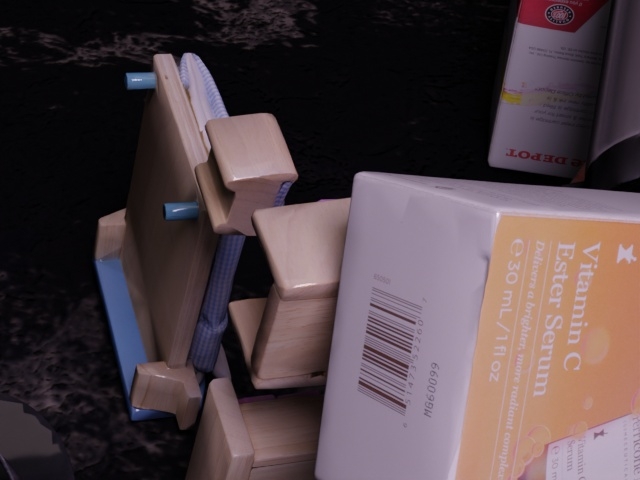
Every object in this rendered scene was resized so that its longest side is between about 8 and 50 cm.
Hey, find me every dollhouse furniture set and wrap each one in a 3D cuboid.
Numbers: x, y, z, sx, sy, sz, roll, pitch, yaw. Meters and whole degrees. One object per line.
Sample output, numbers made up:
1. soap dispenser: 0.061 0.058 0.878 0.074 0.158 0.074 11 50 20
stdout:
1. dollhouse furniture set: 0.000 0.000 0.729 0.198 0.286 0.303 -5 48 -22

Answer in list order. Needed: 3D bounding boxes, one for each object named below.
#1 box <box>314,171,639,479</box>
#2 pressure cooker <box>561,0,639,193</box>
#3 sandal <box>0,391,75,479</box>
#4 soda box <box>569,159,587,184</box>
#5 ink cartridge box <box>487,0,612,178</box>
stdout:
1. box: 0.098 0.046 0.510 0.170 0.130 0.091 2 10 -32
2. pressure cooker: 0.326 -0.073 0.676 0.375 0.370 0.421 9 77 9
3. sandal: -0.177 0.178 0.685 0.097 0.054 0.255 -6 46 -12
4. soda box: 0.181 0.010 0.883 0.058 0.063 0.183 25 48 19
5. ink cartridge box: 0.205 -0.150 0.967 0.128 0.176 0.127 9 43 3
